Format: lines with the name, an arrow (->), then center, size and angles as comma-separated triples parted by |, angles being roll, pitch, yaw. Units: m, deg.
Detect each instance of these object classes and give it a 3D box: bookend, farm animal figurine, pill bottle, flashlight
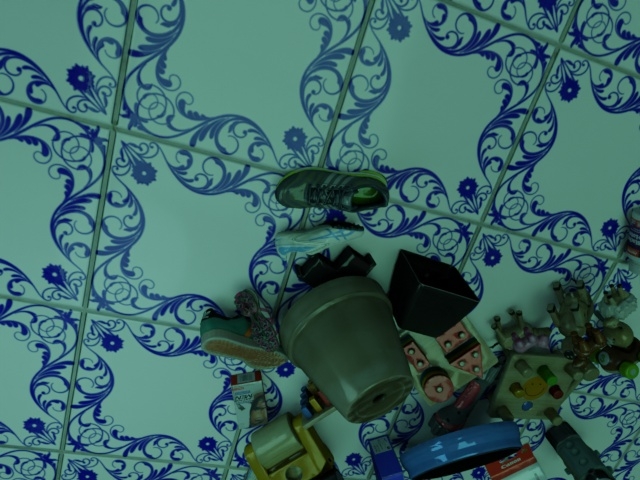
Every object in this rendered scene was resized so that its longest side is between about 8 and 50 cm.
bookend -> 0.039, 0.069, 1.297 | 0.157, 0.072, 0.156 | 34, 103, -21
farm animal figurine -> 0.725, 0.264, 1.426 | 0.327, 0.330, 0.172 | -43, 113, -22
pill bottle -> 0.982, 0.005, 1.419 | 0.108, 0.108, 0.193 | -9, 113, -6
flashlight -> 0.465, 0.510, 1.544 | 0.103, 0.103, 0.303 | 31, 105, 24

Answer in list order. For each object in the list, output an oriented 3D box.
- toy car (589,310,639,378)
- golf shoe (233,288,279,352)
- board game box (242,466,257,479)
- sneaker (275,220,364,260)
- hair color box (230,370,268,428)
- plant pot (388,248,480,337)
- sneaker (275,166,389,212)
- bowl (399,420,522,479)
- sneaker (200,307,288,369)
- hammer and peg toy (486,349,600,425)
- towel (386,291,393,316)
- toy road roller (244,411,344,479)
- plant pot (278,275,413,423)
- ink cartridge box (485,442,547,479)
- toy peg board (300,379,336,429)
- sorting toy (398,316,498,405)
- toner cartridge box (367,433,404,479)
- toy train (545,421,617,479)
toy car -> 0.943, 0.317, 1.520 | 0.149, 0.155, 0.188 | -31, 102, -7
golf shoe -> -0.157, 0.211, 1.281 | 0.068, 0.086, 0.186 | -30, 85, 19
board game box -> -0.209, 0.816, 1.584 | 0.104, 0.026, 0.154 | 21, 107, -17
sneaker -> 0.000, 0.000, 1.255 | 0.238, 0.085, 0.086 | -10, 104, 0
hair color box -> -0.213, 0.482, 1.433 | 0.093, 0.053, 0.167 | -9, 114, -7
plant pot -> 0.291, 0.159, 1.327 | 0.188, 0.188, 0.166 | 18, 115, -17
sneaker -> 0.036, -0.123, 1.192 | 0.300, 0.121, 0.110 | -5, 112, -8
bowl -> 0.451, 0.678, 1.511 | 0.392, 0.077, 0.391 | -11, 146, -7
sneaker -> -0.205, 0.270, 1.324 | 0.108, 0.121, 0.302 | -35, 136, 22
hammer and peg toy -> 0.748, 0.492, 1.565 | 0.362, 0.127, 0.265 | 7, 110, -13
towel -> 0.206, 0.196, 1.413 | 0.060, 0.009, 0.083 | 23, 107, -17
toy road roller -> -0.065, 0.688, 1.476 | 0.203, 0.240, 0.329 | -32, 88, 2
plant pot -> 0.091, 0.300, 1.235 | 0.324, 0.280, 0.323 | -17, 136, -18
ink cartridge box -> 0.737, 0.886, 1.767 | 0.189, 0.066, 0.232 | -28, 118, 2
toy peg board -> -0.003, 0.444, 1.403 | 0.161, 0.161, 0.079 | -33, 101, 5
sorting toy -> 0.370, 0.349, 1.427 | 0.257, 0.089, 0.255 | -37, 98, 5
toner cartridge box -> 0.242, 0.848, 1.603 | 0.075, 0.165, 0.347 | -14, 114, -4
toy train -> 0.902, 0.773, 1.611 | 0.142, 0.334, 0.190 | -37, 99, 8
